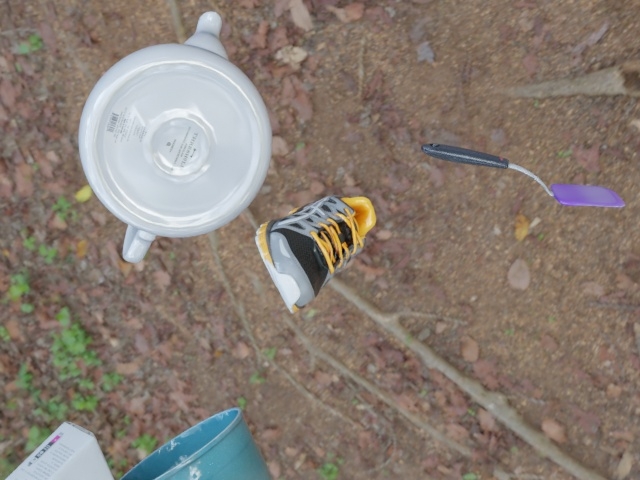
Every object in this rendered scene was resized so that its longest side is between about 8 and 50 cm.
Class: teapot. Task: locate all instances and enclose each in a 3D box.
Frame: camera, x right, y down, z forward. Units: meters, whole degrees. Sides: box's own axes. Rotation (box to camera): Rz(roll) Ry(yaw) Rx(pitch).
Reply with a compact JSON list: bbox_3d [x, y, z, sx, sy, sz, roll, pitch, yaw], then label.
[{"bbox_3d":[-0.188,-0.128,1.059,0.253,0.256,0.187,66,173,-18],"label":"teapot"}]

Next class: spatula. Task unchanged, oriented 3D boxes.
[{"bbox_3d":[0.286,-0.095,1.184,0.296,0.084,0.030,17,114,-4],"label":"spatula"}]

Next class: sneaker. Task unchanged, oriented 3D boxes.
[{"bbox_3d":[0.000,0.000,0.801,0.083,0.215,0.084,-19,105,17],"label":"sneaker"}]

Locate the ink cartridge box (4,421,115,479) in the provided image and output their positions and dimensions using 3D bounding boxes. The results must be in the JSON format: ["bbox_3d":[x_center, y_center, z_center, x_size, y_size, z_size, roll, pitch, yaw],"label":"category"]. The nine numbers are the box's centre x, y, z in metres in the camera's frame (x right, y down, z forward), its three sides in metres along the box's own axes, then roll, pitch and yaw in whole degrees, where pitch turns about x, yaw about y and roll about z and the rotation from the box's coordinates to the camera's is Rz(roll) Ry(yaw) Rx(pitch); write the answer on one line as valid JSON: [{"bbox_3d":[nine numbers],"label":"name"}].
[{"bbox_3d":[-0.375,0.457,1.056,0.071,0.330,0.324,17,134,31],"label":"ink cartridge box"}]

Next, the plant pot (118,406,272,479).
[{"bbox_3d":[-0.190,0.477,1.458,0.271,0.271,0.255,-30,93,41],"label":"plant pot"}]
